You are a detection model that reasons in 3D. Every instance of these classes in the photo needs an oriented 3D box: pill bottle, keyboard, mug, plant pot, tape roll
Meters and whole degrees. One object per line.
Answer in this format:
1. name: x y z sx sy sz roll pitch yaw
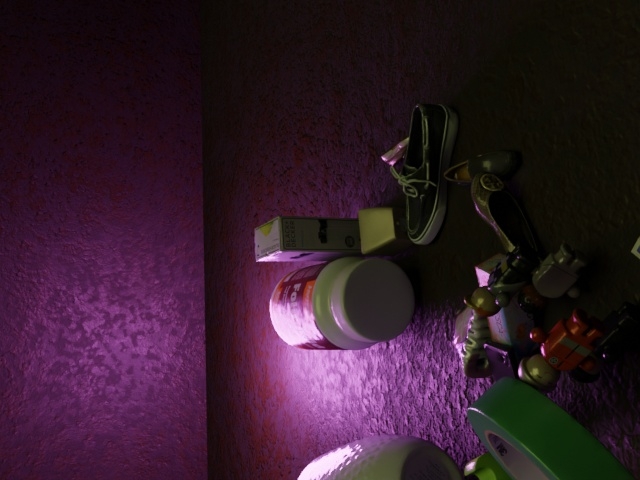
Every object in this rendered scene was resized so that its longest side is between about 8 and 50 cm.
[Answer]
1. pill bottle: 0.046 0.157 1.666 0.392 0.224 0.223 161 108 -63
2. keyboard: 0.348 0.267 1.205 0.108 0.023 0.180 13 125 70
3. mug: 0.163 0.583 1.417 0.374 0.276 0.328 54 138 5
4. plant pot: 0.164 -0.027 1.580 0.096 0.109 0.108 -18 72 49
5. tape roll: 0.351 0.343 0.985 0.321 0.077 0.321 49 170 11

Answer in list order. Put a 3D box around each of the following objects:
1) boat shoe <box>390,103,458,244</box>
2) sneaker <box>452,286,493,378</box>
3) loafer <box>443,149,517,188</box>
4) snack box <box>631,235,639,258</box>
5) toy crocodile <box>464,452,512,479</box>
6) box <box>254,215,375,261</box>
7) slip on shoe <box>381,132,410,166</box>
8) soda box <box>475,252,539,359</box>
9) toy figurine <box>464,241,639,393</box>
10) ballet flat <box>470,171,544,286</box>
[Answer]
1. boat shoe: 0.214 -0.140 1.466 0.113 0.105 0.306 42 127 57
2. sneaker: 0.305 0.142 1.296 0.104 0.095 0.236 -120 38 -59
3. loafer: 0.309 -0.136 1.321 0.170 0.061 0.062 -25 66 61
4. snack box: 0.513 0.039 0.942 0.178 0.022 0.064 -124 41 -49
5. toy crocodile: 0.339 0.544 1.188 0.115 0.105 0.340 -39 56 58
6. box: 0.000 0.000 1.692 0.169 0.290 0.087 158 110 -63
7. slip on shoe: 0.195 -0.212 1.587 0.041 0.051 0.135 49 140 -5
8. soda box: 0.328 0.116 1.194 0.063 0.058 0.183 36 149 59
9. toy figurine: 0.352 0.116 1.037 0.209 0.213 0.148 54 128 32
10. ballet flat: 0.343 -0.024 1.221 0.058 0.084 0.249 111 145 -61
